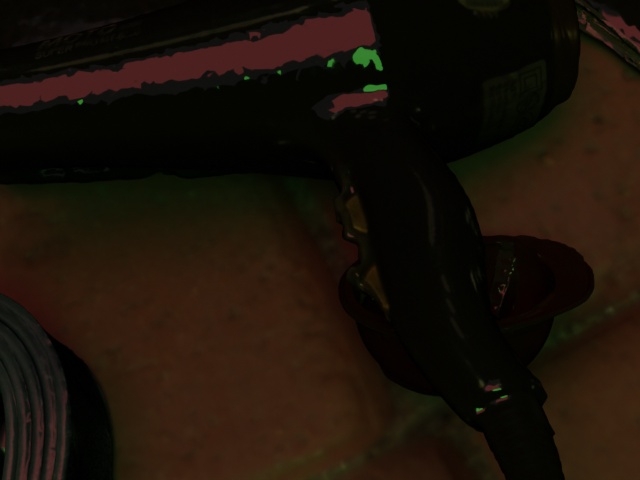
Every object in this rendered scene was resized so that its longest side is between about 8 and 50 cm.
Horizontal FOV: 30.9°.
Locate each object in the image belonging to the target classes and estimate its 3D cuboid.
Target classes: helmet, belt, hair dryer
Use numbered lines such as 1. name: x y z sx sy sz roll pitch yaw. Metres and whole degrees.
1. helmet: 0.066 0.041 0.520 0.111 0.057 0.089 -4 24 6
2. belt: -0.171 0.120 0.525 0.141 0.082 0.190 2 67 10
3. hair dryer: 0.000 0.000 0.452 0.304 0.120 0.359 -8 43 -13

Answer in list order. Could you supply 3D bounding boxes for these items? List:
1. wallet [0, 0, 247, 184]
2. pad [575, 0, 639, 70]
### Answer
1. wallet: -0.102 -0.182 0.656 0.170 0.044 0.321 0 71 2
2. pad: 0.241 -0.122 0.572 0.174 0.022 0.233 -43 67 -8
